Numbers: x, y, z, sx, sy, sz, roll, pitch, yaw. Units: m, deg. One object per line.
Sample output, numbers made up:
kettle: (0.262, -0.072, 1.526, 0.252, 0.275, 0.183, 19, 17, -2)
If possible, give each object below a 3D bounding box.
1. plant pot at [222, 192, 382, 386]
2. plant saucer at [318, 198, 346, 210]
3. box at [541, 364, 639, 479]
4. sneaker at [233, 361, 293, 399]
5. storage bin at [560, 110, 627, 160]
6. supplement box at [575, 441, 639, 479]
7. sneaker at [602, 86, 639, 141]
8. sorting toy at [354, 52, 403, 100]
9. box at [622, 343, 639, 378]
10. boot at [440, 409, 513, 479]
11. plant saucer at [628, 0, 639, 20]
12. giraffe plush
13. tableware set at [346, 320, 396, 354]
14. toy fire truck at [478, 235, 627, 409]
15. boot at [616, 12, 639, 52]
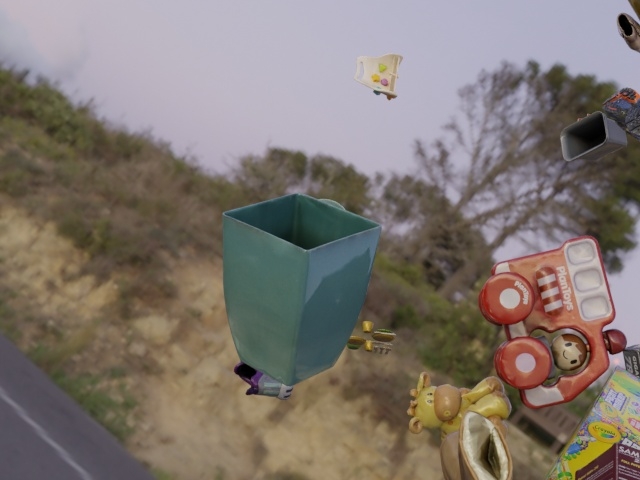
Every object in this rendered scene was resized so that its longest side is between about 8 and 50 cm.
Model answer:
plant pot: (-0.036, 0.077, 1.537, 0.166, 0.234, 0.165, 22, 27, 36)
plant saucer: (0.000, 0.000, 2.501, 0.195, 0.195, 0.037, 34, 4, 33)
box: (0.542, 0.427, 2.003, 0.177, 0.279, 0.290, 32, 21, 16)
sneaker: (-0.124, 0.215, 2.011, 0.098, 0.083, 0.223, 4, 27, -24)
storage bin: (0.640, -0.240, 2.467, 0.091, 0.098, 0.135, 9, -23, -34)
supplement box: (0.460, 0.456, 1.671, 0.073, 0.239, 0.130, 20, -38, -10)
sneaker: (0.615, -0.221, 1.992, 0.087, 0.083, 0.221, 43, 13, -23)
sorting toy: (0.094, -0.279, 1.790, 0.075, 0.083, 0.045, 17, -29, -13)
box: (0.806, 0.340, 2.251, 0.073, 0.293, 0.295, 170, -90, -72)
boot: (0.243, 0.337, 1.636, 0.269, 0.089, 0.236, 75, -6, -50)
plant saucer: (0.774, -0.448, 2.022, 0.333, 0.081, 0.333, -21, -55, 34)
giraffe plush: (0.272, 0.358, 2.234, 0.170, 0.210, 0.181, 35, 24, -25)
tableware set: (0.101, 0.201, 2.212, 0.104, 0.024, 0.154, 7, -22, 0)
toy fire truck: (0.448, 0.160, 2.039, 0.169, 0.254, 0.302, 45, 31, -81)
boot: (0.600, -0.419, 2.076, 0.087, 0.042, 0.118, 29, 32, -51)
